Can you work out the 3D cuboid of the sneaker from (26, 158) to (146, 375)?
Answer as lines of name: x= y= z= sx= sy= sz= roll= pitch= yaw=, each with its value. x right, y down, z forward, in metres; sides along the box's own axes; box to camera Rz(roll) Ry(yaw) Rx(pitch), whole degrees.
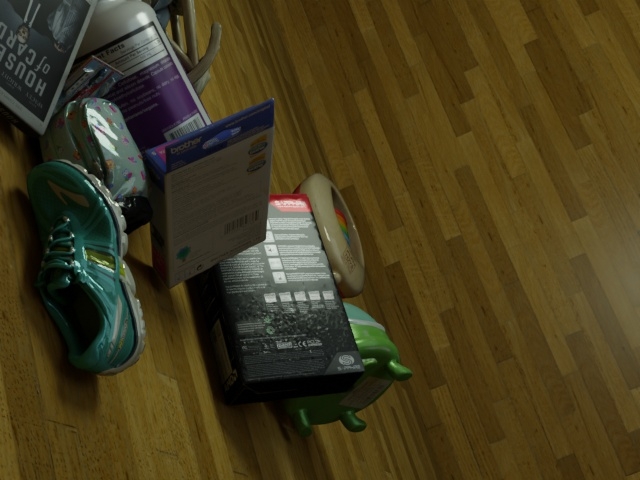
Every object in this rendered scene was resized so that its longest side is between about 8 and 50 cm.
sneaker: x=-0.286 y=0.027 z=1.133 sx=0.110 sy=0.107 sz=0.275 roll=6 pitch=60 yaw=-68

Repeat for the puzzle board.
puzzle board: x=-0.333 y=-0.194 z=1.304 sx=0.011 sy=0.128 sz=0.096 roll=49 pitch=7 yaw=11

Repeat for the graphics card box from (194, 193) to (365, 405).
graphics card box: x=-0.087 y=0.092 z=1.653 sx=0.094 sy=0.232 sz=0.371 roll=-55 pitch=-134 yaw=47

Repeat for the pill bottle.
pill bottle: x=-0.291 y=-0.230 z=1.440 sx=0.181 sy=0.181 sz=0.323 roll=-83 pitch=148 yaw=-71

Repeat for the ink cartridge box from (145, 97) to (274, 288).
ink cartridge box: x=-0.161 y=-0.076 z=1.403 sx=0.065 sy=0.186 sz=0.311 roll=49 pitch=-29 yaw=26

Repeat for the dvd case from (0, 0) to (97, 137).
dvd case: x=-0.377 y=-0.276 z=1.202 sx=0.179 sy=0.029 sz=0.239 roll=46 pitch=49 yaw=-49

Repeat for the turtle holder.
turtle holder: x=-0.011 y=0.229 z=1.827 sx=0.227 sy=0.320 sz=0.243 roll=57 pitch=-39 yaw=34

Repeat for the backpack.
backpack: x=-0.301 y=-0.096 z=1.277 sx=0.182 sy=0.115 sz=0.152 roll=66 pitch=12 yaw=4

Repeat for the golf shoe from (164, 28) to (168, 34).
golf shoe: x=-0.325 y=-0.369 z=1.911 sx=0.094 sy=0.077 sz=0.198 roll=-95 pitch=169 yaw=-71

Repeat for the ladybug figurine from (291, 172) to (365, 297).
ladybug figurine: x=0.000 y=0.000 z=2.471 sx=0.449 sy=0.162 sz=0.305 roll=-92 pitch=157 yaw=-65

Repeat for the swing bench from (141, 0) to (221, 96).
swing bench: x=-0.271 y=-0.359 z=1.672 sx=0.255 sy=0.165 sz=0.253 roll=65 pitch=-12 yaw=-2
